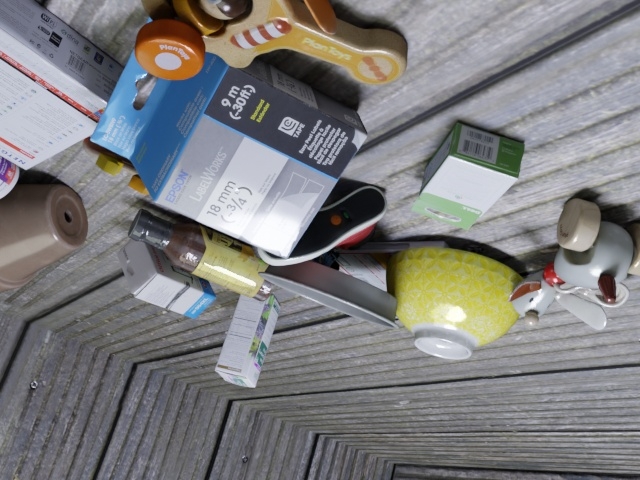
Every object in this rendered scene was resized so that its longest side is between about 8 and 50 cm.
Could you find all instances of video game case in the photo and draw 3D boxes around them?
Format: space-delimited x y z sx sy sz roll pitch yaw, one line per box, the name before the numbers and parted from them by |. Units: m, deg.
video game case | 0.171 0.059 1.659 0.285 0.025 0.204 -1 152 35

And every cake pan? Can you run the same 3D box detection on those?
cake pan | 0.023 0.096 1.520 0.293 0.054 0.293 21 173 3

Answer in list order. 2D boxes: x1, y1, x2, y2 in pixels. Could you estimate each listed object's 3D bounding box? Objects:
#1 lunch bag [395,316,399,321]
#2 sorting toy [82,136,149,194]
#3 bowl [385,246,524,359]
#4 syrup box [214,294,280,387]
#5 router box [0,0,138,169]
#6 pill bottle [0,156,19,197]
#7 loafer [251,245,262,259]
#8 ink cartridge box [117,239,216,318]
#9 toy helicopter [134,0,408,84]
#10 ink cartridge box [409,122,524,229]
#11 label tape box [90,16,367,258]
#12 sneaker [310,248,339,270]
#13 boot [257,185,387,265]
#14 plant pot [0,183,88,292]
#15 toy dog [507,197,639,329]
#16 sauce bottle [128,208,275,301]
lunch bag | 0.160 0.166 1.878 0.071 0.053 0.083 -1 161 37
sorting toy | -0.293 -0.105 1.334 0.229 0.041 0.307 29 -172 12
bowl | 0.258 0.145 1.569 0.289 0.156 0.289 14 157 6
syrup box | -0.190 0.258 2.076 0.096 0.237 0.093 9 155 16
router box | -0.515 -0.268 1.230 0.301 0.082 0.335 -17 142 37
pill bottle | -0.724 -0.172 1.611 0.108 0.108 0.193 4 155 26
loafer | -0.094 -0.098 1.389 0.130 0.134 0.366 -20 155 -5
ink cartridge box | -0.364 0.084 1.859 0.086 0.148 0.203 -42 143 13
toy helicopter | -0.039 -0.278 0.949 0.355 0.140 0.235 14 151 -25
ink cartridge box | 0.223 -0.095 1.225 0.108 0.062 0.209 18 157 -4
label tape box | -0.138 -0.146 1.136 0.333 0.106 0.241 24 115 -21
sneaker | 0.003 0.014 1.610 0.073 0.063 0.162 2 145 17
boot | 0.000 0.000 1.431 0.244 0.088 0.176 -23 164 -14
plant pot | -0.659 -0.028 1.766 0.229 0.263 0.263 -11 149 16
toy dog | 0.431 0.079 1.318 0.220 0.161 0.334 7 147 11
sauce bottle | -0.258 0.028 1.760 0.344 0.111 0.111 25 156 -21
